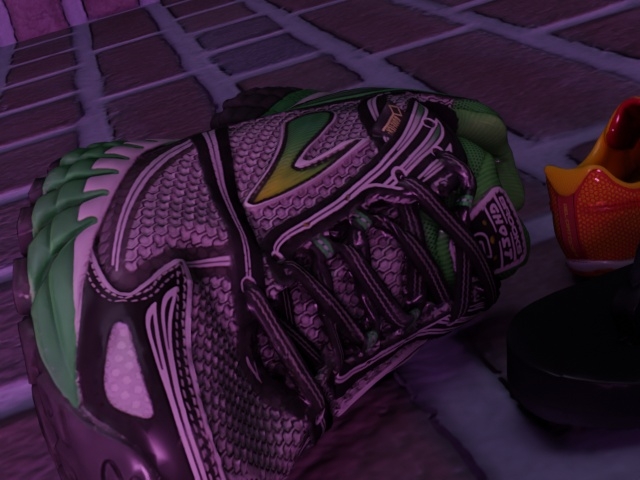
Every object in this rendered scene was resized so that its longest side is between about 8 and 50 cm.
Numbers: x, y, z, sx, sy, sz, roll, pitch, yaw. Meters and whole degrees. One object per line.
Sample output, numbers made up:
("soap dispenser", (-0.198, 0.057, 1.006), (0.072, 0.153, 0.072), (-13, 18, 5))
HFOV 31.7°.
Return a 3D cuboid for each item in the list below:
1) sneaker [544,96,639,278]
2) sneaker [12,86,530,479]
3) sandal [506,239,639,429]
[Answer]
("sneaker", (0.172, -0.043, 0.530), (0.064, 0.067, 0.175), (3, 25, 46))
("sneaker", (0.000, 0.000, 0.445), (0.146, 0.134, 0.343), (-7, 21, 21))
("sandal", (0.180, 0.001, 0.423), (0.254, 0.054, 0.097), (-19, 20, -11))
